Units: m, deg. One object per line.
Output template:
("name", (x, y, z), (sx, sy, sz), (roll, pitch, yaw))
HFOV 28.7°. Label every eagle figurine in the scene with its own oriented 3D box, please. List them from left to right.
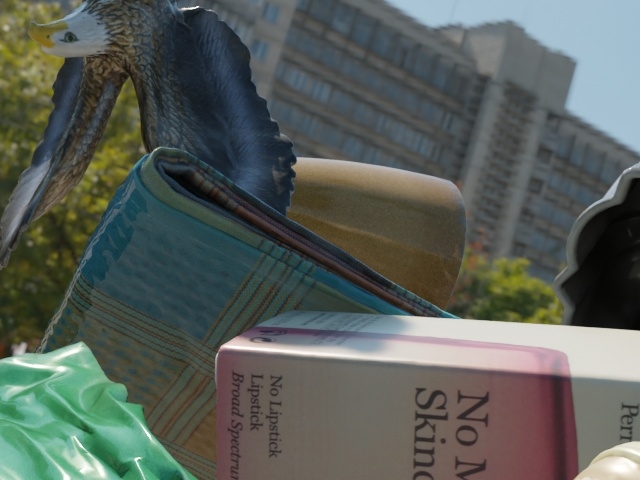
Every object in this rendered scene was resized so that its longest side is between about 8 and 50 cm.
("eagle figurine", (-0.156, -0.129, 0.989), (0.225, 0.298, 0.226), (-8, 4, -31))

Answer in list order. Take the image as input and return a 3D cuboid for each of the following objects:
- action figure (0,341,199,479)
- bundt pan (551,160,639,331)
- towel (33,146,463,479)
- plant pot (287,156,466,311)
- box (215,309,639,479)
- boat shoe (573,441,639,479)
("action figure", (-0.114, 0.109, 0.547), (0.137, 0.063, 0.232), (-26, 24, -28))
("bundt pan", (0.357, 0.031, 0.977), (0.331, 0.124, 0.331), (14, -49, 17))
("towel", (-0.064, 0.100, 0.897), (0.271, 0.040, 0.370), (30, -39, -8))
("plant pot", (0.000, 0.000, 1.466), (0.254, 0.237, 0.237), (19, -10, -20))
("box", (0.071, 0.124, 0.677), (0.232, 0.148, 0.127), (2, 6, 17))
("boat shoe", (0.131, 0.212, 0.420), (0.098, 0.302, 0.109), (-7, -30, -15))
